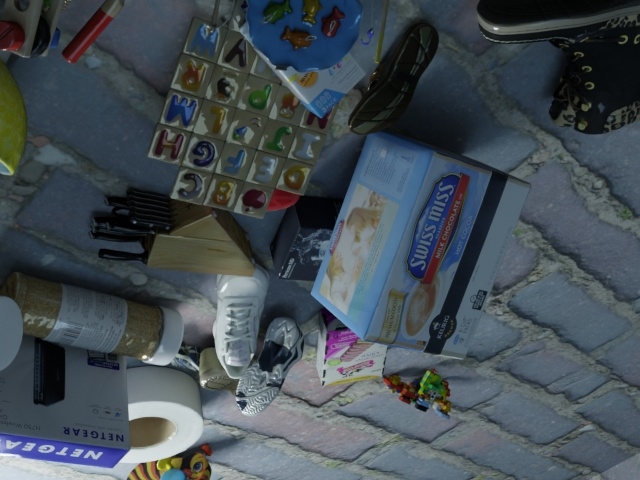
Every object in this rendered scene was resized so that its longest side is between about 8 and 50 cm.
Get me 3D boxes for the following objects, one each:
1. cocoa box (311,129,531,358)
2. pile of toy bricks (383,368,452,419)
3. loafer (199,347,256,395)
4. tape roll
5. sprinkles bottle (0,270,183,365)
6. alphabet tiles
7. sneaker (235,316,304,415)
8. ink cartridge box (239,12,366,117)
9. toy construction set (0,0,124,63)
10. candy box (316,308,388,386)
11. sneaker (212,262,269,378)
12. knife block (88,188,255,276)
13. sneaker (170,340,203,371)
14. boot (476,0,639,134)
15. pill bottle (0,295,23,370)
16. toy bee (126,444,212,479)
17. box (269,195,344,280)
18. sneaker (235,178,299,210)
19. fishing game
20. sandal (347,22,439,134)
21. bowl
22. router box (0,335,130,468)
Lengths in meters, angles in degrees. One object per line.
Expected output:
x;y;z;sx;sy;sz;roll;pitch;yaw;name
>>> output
0.172;0.002;1.493;0.228;0.231;0.347;14;101;-29;cocoa box
0.283;0.388;2.181;0.212;0.118;0.105;26;92;-28;pile of toy bricks
-0.192;0.302;1.928;0.102;0.092;0.268;-24;156;16;loafer
-0.422;0.419;1.973;0.286;0.100;0.286;-9;139;-8;tape roll
-0.454;0.159;1.651;0.355;0.121;0.121;19;129;-34;sprinkles bottle
-0.110;-0.206;1.330;0.285;0.011;0.342;13;108;-30;alphabet tiles
-0.102;0.286;1.875;0.094;0.234;0.153;18;177;17;sneaker
-0.027;-0.291;1.281;0.104;0.061;0.181;-46;125;0;ink cartridge box
-0.350;-0.375;1.033;0.237;0.257;0.309;-44;154;12;toy construction set
0.077;0.247;1.963;0.159;0.071;0.233;-8;140;-10;candy box
-0.161;0.168;1.735;0.114;0.152;0.305;-2;136;-12;sneaker
-0.284;0.004;1.558;0.242;0.088;0.275;-23;140;10;knife block
-0.313;0.264;1.880;0.058;0.052;0.135;-26;132;26;sneaker
0.437;-0.312;1.404;0.378;0.138;0.284;-14;140;-11;boot
-0.695;0.150;1.439;0.319;0.176;0.176;4;142;13;pill bottle
-0.358;0.628;2.218;0.298;0.162;0.195;17;143;0;toy bee
0.000;0.000;1.642;0.158;0.093;0.156;5;136;-21;box
-0.123;-0.088;1.459;0.221;0.128;0.087;6;99;-25;sneaker
-0.024;-0.337;1.205;0.264;0.041;0.189;11;97;-14;fishing game
0.118;-0.275;1.400;0.090;0.060;0.219;11;119;-37;sandal
-0.519;-0.229;1.139;0.289;0.289;0.156;38;74;-44;bowl
-0.545;0.275;1.614;0.336;0.301;0.082;18;130;-34;router box
